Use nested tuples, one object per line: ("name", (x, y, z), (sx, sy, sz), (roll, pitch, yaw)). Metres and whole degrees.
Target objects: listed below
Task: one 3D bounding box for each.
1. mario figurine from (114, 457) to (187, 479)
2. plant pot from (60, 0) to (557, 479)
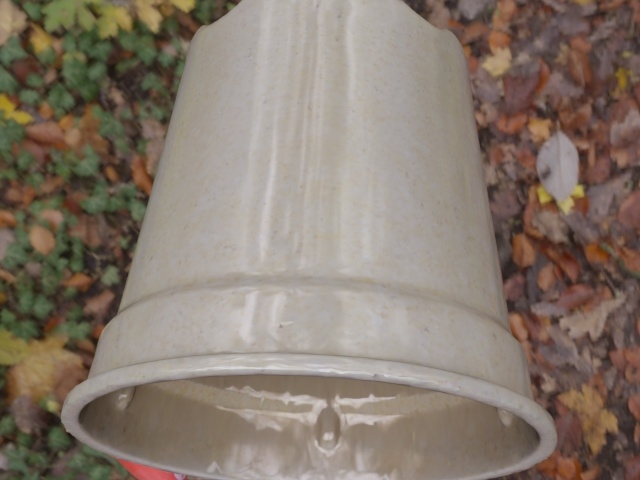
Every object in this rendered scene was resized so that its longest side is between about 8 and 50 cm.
("mario figurine", (-0.165, 0.157, 1.413), (0.198, 0.170, 0.320), (15, 51, -14))
("plant pot", (0.000, 0.000, 0.835), (0.334, 0.334, 0.305), (-4, 65, 17))
